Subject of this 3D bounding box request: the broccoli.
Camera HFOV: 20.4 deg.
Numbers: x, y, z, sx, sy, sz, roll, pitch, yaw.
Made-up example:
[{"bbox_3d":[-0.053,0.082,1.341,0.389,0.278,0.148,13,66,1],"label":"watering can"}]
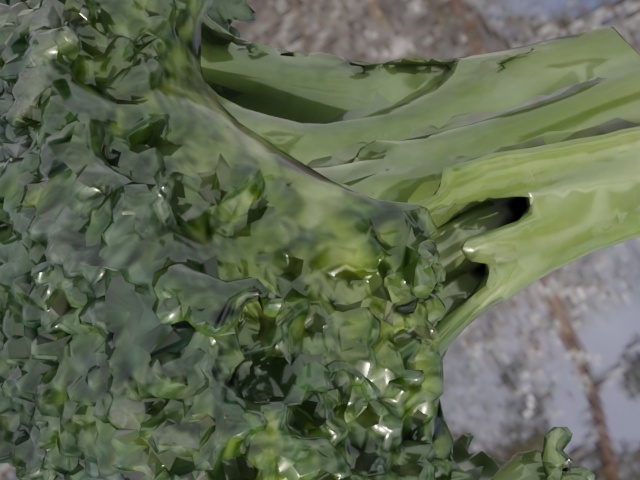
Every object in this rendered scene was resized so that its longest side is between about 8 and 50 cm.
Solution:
[{"bbox_3d":[-0.016,0.016,0.732,0.375,0.302,0.249,59,-43,40],"label":"broccoli"}]
